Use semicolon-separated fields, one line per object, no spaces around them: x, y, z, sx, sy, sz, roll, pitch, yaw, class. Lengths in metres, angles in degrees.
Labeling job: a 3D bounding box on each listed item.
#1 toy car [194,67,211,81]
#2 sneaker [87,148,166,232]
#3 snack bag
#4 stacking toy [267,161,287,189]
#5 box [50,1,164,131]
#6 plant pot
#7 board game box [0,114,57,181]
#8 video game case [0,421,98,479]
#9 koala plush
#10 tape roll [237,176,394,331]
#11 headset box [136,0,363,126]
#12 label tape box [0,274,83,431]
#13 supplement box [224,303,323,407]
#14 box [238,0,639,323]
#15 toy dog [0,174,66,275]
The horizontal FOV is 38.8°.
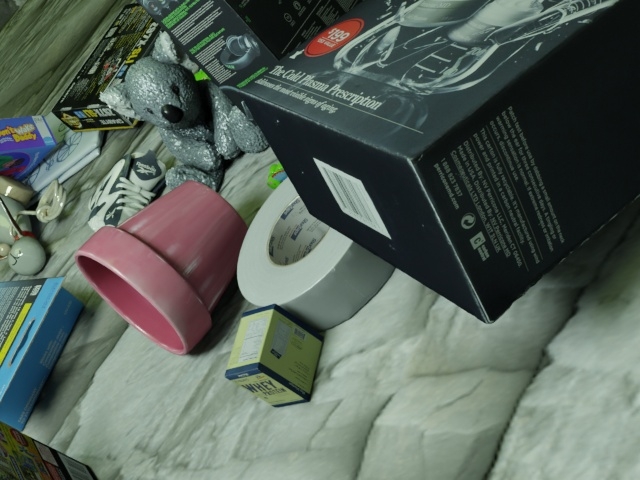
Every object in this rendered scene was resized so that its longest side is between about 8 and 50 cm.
-0.141;-0.333;1.613;0.225;0.053;0.239;-37;35;23;toy car
-0.321;-0.081;1.556;0.153;0.094;0.235;-58;22;7;sneaker
-0.586;-0.243;2.104;0.323;0.037;0.342;-32;38;29;snack bag
0.015;-0.173;1.270;0.221;0.052;0.167;-28;38;36;stacking toy
-0.409;-0.381;1.942;0.257;0.079;0.322;5;60;45;box
-0.197;0.025;1.229;0.180;0.201;0.201;-49;29;-23;plant pot
-0.774;-0.144;1.999;0.347;0.233;0.078;-34;80;35;board game box
-0.346;0.292;1.084;0.035;0.248;0.275;-55;32;-6;video game case
-0.221;-0.211;1.437;0.196;0.221;0.203;-41;34;18;koala plush
0.000;0.000;1.096;0.219;0.072;0.219;-31;39;29;tape roll
-0.104;-0.359;1.326;0.131;0.283;0.246;-23;30;44;headset box
-0.515;0.191;1.529;0.334;0.106;0.240;-5;56;48;label tape box
-0.051;0.130;1.022;0.056;0.083;0.083;-20;44;42;supplement box
0.144;-0.135;0.866;0.312;0.179;0.343;-37;30;-13;box
-0.675;-0.040;1.885;0.334;0.161;0.220;3;76;55;toy dog
